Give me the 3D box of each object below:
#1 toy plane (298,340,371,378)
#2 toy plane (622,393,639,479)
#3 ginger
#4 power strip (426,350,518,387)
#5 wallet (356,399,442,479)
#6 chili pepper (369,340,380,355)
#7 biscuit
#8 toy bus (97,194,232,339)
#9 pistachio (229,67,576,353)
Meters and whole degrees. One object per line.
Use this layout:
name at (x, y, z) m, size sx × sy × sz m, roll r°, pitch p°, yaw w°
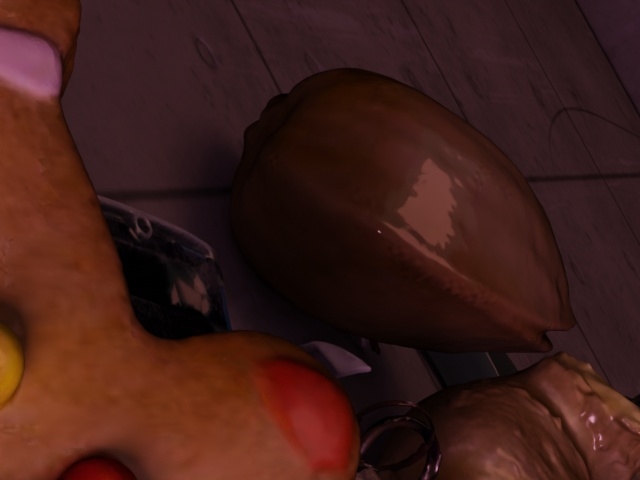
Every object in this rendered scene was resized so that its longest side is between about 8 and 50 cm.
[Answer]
toy plane at (-0.044, 0.115, 0.891) m, size 0.255 × 0.101 × 0.251 m, roll 48°, pitch -35°, yaw 34°
toy plane at (0.235, 0.170, 1.493) m, size 0.104 × 0.242 × 0.256 m, roll 20°, pitch -3°, yaw -12°
ginger at (0.117, 0.150, 1.231) m, size 0.138 × 0.152 × 0.267 m, roll 57°, pitch 38°, yaw -3°
power strip at (0.130, 0.141, 1.426) m, size 0.137 × 0.044 × 0.216 m, roll 41°, pitch 26°, yaw -43°
wallet at (0.099, 0.273, 0.986) m, size 0.275 × 0.068 × 0.335 m, roll -110°, pitch 175°, yaw -54°
chili pepper at (0.000, 0.000, 1.331) m, size 0.178 × 0.027 × 0.045 m, roll 62°, pitch 18°, yaw 0°
biscuit at (-0.111, 0.065, 0.634) m, size 0.283 × 0.064 × 0.432 m, roll -14°, pitch 66°, yaw -33°
toy bus at (-0.089, 0.110, 0.765) m, size 0.116 × 0.133 × 0.234 m, roll 22°, pitch 45°, yaw -49°
pistachio at (0.064, -0.001, 1.240) m, size 0.260 × 0.163 × 0.212 m, roll 29°, pitch 16°, yaw -22°
